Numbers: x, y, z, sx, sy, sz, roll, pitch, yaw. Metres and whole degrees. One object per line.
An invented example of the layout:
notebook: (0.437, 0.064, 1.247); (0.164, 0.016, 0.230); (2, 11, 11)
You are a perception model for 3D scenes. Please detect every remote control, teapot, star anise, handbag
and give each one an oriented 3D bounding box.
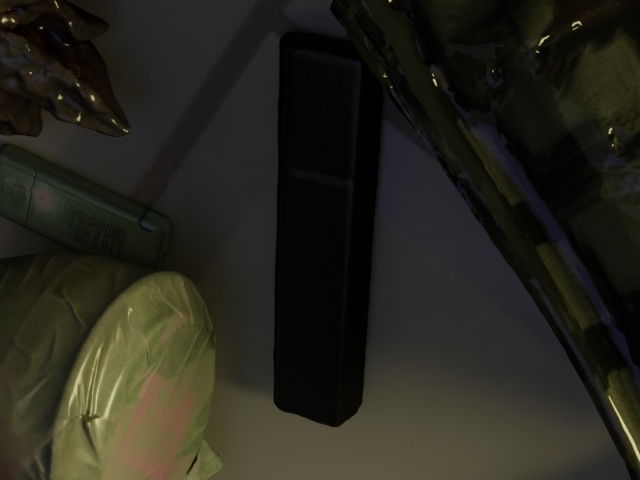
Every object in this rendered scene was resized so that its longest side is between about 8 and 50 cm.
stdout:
remote control: (-0.153, -0.016, 0.716); (0.124, 0.018, 0.053); (24, 124, 7)
teapot: (-0.157, 0.083, 0.704); (0.178, 0.221, 0.163); (14, 90, 22)
star anise: (-0.193, -0.148, 0.619); (0.209, 0.089, 0.231); (-17, 121, 19)
handbag: (0.217, -0.060, 0.479); (0.325, 0.162, 0.327); (-33, 94, 28)
remote control: (0.000, 0.000, 0.665); (0.063, 0.025, 0.245); (12, 120, 19)
